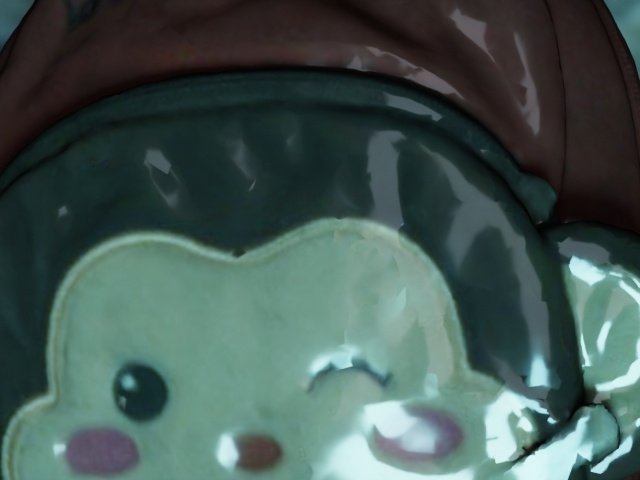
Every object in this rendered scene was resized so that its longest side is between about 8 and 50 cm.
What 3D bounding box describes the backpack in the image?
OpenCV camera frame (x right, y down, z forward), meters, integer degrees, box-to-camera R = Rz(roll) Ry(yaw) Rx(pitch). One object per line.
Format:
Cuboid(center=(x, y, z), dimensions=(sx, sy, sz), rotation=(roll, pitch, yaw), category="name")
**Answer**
Cuboid(center=(-0.001, 0.000, 0.537), dimensions=(0.229, 0.139, 0.229), rotation=(-1, 87, 12), category="backpack")
